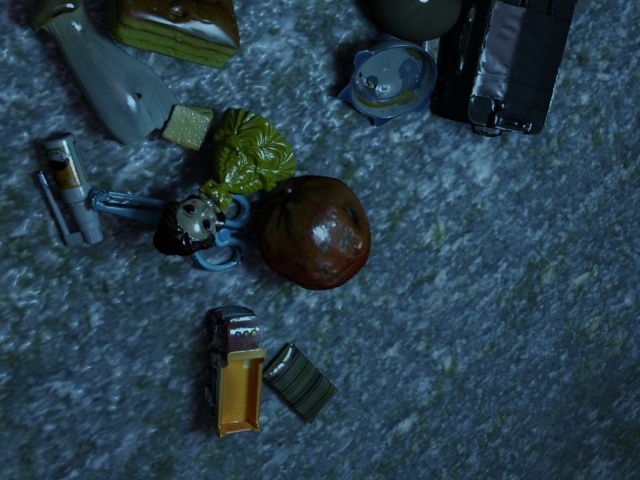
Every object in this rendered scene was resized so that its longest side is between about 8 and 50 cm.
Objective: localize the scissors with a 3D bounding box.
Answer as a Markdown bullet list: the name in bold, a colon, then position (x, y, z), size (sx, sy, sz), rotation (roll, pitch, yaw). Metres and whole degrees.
- **scissors**: position (-0.301, -0.042, 1.699), size (0.393, 0.032, 0.180), rotation (14, 93, -39)

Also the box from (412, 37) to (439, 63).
- **box**: position (0.242, -0.428, 1.912), size (0.045, 0.062, 0.098), rotation (1, 105, -25)

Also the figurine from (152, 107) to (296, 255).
- **figurine**: position (-0.204, -0.095, 1.629), size (0.315, 0.168, 0.187), rotation (-55, 134, -32)

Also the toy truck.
- **toy truck**: position (-0.190, 0.288, 1.811), size (0.114, 0.135, 0.270), rotation (-3, 104, -28)

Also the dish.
- **dish**: position (0.141, -0.374, 1.843), size (0.228, 0.086, 0.236), rotation (-22, 140, 7)

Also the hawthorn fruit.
- **hawthorn fruit**: position (-0.015, -0.014, 1.778), size (0.258, 0.258, 0.261), rotation (-26, 134, -21)

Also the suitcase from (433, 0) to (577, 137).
- **suitcase**: position (0.432, -0.460, 1.932), size (0.283, 0.194, 0.433), rotation (5, 100, -30)

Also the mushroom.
- **mushroom**: position (-0.408, -0.331, 1.556), size (0.328, 0.122, 0.159), rotation (55, 38, -29)

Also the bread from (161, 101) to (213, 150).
- **bread**: position (-0.264, -0.240, 1.660), size (0.080, 0.109, 0.084), rotation (23, 106, -10)

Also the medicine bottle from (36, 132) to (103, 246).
- **medicine bottle**: position (-0.491, -0.094, 1.594), size (0.092, 0.061, 0.220), rotation (-14, 111, 0)

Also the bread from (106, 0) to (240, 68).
- **bread**: position (-0.279, -0.438, 1.543), size (0.234, 0.110, 0.184), rotation (7, 57, -31)

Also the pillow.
- **pillow**: position (-0.048, 0.342, 1.963), size (0.113, 0.038, 0.203), rotation (-48, 121, -14)

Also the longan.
- **longan**: position (0.201, -0.532, 1.785), size (0.220, 0.197, 0.196), rotation (35, 85, -44)
